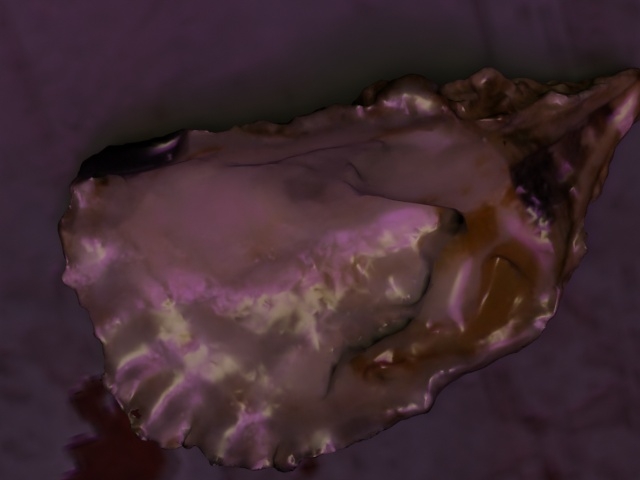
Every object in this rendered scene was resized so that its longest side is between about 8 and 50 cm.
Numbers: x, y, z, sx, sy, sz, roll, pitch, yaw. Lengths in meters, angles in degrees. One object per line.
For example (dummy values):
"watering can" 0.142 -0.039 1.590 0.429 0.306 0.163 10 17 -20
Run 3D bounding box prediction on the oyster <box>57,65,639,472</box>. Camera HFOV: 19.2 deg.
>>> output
"oyster" 0.000 0.000 0.479 0.122 0.045 0.146 24 115 -17
